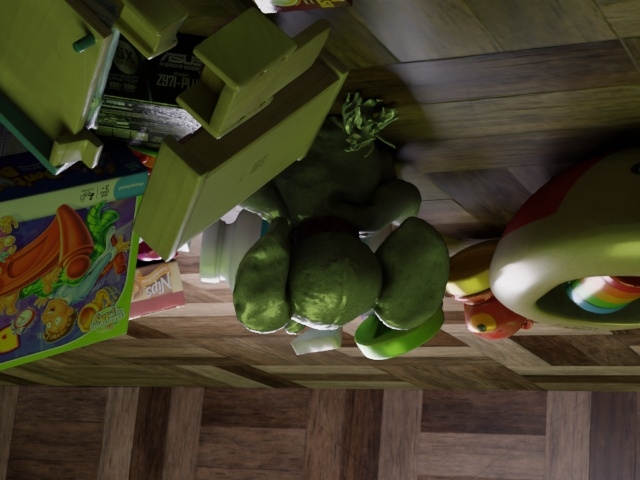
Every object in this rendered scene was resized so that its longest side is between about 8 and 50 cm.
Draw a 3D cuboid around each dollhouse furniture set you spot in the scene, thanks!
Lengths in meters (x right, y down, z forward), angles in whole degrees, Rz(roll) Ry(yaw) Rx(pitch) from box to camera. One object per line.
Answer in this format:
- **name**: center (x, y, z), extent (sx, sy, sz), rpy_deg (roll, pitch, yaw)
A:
- **dollhouse furniture set**: center (-0.149, -0.192, 1.138), extent (0.303, 0.198, 0.286), rpy_deg (43, 144, 9)

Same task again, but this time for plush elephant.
- **plush elephant**: center (0.000, 0.000, 1.506), extent (0.272, 0.255, 0.330), rpy_deg (9, 164, -16)

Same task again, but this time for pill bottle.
- **pill bottle**: center (-0.035, 0.025, 1.826), extent (0.264, 0.146, 0.146), rpy_deg (6, 165, 0)

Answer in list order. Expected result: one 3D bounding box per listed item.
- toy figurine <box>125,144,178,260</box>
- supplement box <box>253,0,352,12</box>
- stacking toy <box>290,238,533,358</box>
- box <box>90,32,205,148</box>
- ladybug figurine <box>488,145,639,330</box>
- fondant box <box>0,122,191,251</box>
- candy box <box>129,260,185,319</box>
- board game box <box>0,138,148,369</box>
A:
- **toy figurine**: center (-0.202, -0.056, 1.488), extent (0.173, 0.159, 0.130), rpy_deg (17, -156, 11)
- **supplement box**: center (-0.019, -0.223, 1.089), extent (0.083, 0.043, 0.055), rpy_deg (-1, 163, 20)
- **stacking toy**: center (0.139, 0.129, 1.911), extent (0.309, 0.130, 0.279), rpy_deg (-8, -155, 48)
- **box**: center (-0.146, -0.149, 1.340), extent (0.180, 0.077, 0.147), rpy_deg (7, 165, -7)
- **ladybug figurine**: center (0.364, 0.002, 1.577), extent (0.305, 0.161, 0.449), rpy_deg (7, 164, -10)
- **fondant box**: center (-0.335, -0.071, 1.663), extent (0.330, 0.096, 0.238), rpy_deg (4, 165, 0)
- **candy box**: center (-0.407, 0.106, 2.255), extent (0.316, 0.087, 0.183), rpy_deg (-11, -179, 45)
- **board game box**: center (-0.362, 0.033, 1.359), extent (0.347, 0.078, 0.233), rpy_deg (-15, 134, -33)
